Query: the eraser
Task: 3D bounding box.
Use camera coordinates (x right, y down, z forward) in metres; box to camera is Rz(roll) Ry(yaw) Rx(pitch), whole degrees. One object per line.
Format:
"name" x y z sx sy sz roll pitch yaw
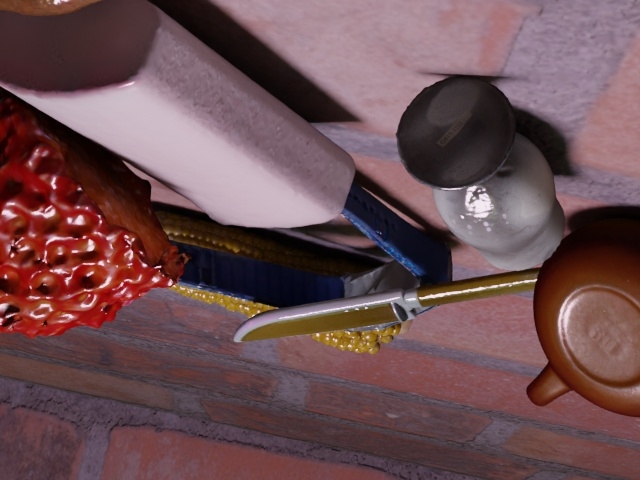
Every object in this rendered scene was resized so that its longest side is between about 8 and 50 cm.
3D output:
"eraser" -0.113 -0.095 1.190 0.174 0.095 0.270 9 167 35

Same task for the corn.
"corn" -0.051 0.042 1.650 0.319 0.097 0.097 18 164 -12

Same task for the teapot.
"teapot" 0.270 0.072 1.389 0.135 0.178 0.252 -25 163 -43

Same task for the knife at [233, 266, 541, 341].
"knife" 0.070 0.066 1.496 0.343 0.027 0.061 -10 155 18

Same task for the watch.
"watch" 0.011 -0.002 1.471 0.274 0.068 0.276 18 152 -27

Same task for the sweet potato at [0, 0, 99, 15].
"sweet potato" -0.215 -0.177 1.058 0.218 0.051 0.065 3 159 28

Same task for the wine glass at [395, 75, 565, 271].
"wine glass" 0.129 -0.043 1.201 0.093 0.093 0.202 6 163 21

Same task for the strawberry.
"strawberry" -0.230 -0.017 1.275 0.178 0.234 0.234 -37 152 6
